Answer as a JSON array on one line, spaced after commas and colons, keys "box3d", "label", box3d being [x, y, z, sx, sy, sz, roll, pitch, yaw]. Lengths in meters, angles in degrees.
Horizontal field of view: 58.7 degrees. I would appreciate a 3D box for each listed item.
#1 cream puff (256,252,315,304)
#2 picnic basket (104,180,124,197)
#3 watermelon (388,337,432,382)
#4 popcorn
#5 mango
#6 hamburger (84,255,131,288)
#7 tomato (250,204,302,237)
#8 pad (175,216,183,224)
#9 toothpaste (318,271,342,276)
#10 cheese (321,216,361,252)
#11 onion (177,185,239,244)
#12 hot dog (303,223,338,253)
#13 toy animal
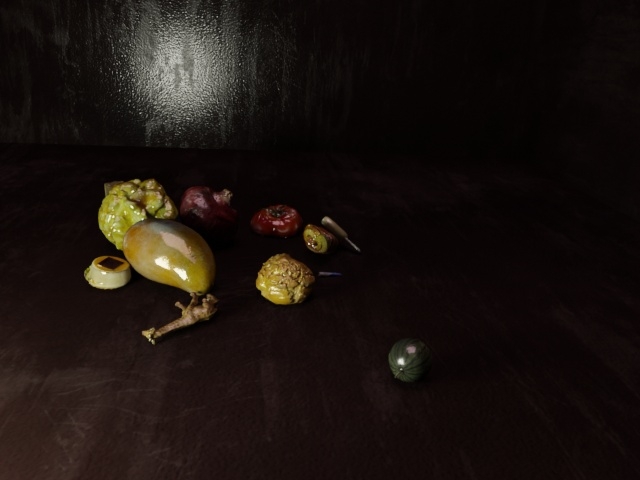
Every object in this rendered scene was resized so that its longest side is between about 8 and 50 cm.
[{"box3d": [-0.109, 0.114, 1.773, 0.189, 0.129, 0.189, 6, 21, -2], "label": "cream puff"}, {"box3d": [-0.875, -0.186, 2.467, 0.080, 0.115, 0.164, -12, 25, -31], "label": "picnic basket"}, {"box3d": [0.212, 0.295, 1.375, 0.105, 0.105, 0.133, 14, 29, 27], "label": "watermelon"}, {"box3d": [-0.667, -0.086, 2.070, 0.282, 0.246, 0.282, 1, 32, -1], "label": "popcorn"}, {"box3d": [-0.477, 0.047, 1.814, 0.384, 0.198, 0.222, 32, 23, 31], "label": "mango"}, {"box3d": [-0.667, 0.104, 1.784, 0.141, 0.081, 0.126, 12, 21, -10], "label": "hamburger"}, {"box3d": [-0.175, -0.089, 2.344, 0.228, 0.101, 0.228, 3, 24, -1], "label": "tomato"}, {"box3d": [-0.595, -0.069, 2.356, 0.267, 0.004, 0.181, -7, 23, -27], "label": "pad"}, {"box3d": [0.034, 0.116, 1.951, 0.083, 0.015, 0.024, 0, 19, -24], "label": "toothpaste"}, {"box3d": [0.085, -0.017, 2.181, 0.192, 0.037, 0.097, 43, 0, 17], "label": "cheese"}, {"box3d": [-0.409, -0.107, 2.148, 0.252, 0.219, 0.252, 46, 10, -11], "label": "onion"}, {"box3d": [-0.005, 0.003, 2.116, 0.123, 0.093, 0.261, 30, 5, 19], "label": "hot dog"}, {"box3d": [-0.375, 0.211, 1.584, 0.149, 0.054, 0.275, 5, 21, 11], "label": "toy animal"}]
